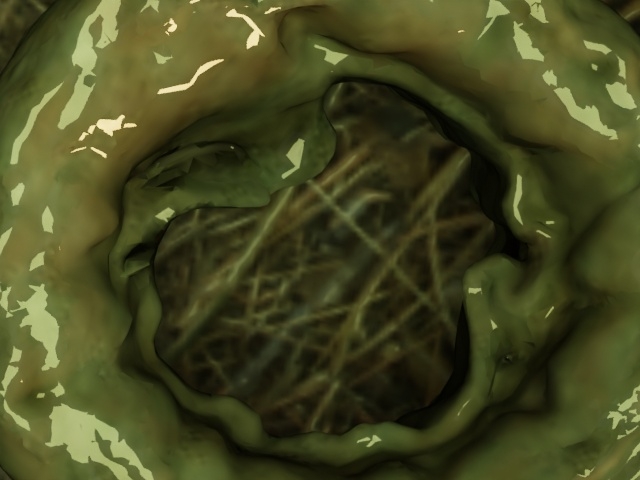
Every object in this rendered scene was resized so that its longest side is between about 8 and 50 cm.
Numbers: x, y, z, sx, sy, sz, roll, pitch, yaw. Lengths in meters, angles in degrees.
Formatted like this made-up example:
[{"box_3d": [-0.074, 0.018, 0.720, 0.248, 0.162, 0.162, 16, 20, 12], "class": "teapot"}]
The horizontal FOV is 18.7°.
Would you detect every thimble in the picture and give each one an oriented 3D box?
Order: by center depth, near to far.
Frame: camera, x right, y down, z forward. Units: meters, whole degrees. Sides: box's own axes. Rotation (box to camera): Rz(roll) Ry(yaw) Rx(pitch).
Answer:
[{"box_3d": [0.000, 0.000, 0.760, 0.291, 0.195, 0.291, 0, 91, -8], "class": "thimble"}]
